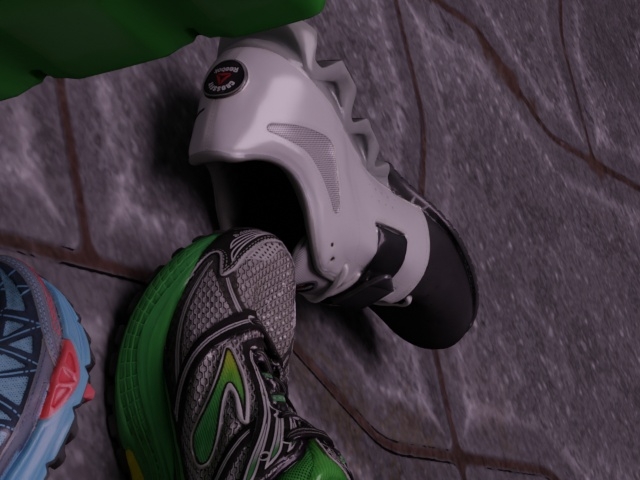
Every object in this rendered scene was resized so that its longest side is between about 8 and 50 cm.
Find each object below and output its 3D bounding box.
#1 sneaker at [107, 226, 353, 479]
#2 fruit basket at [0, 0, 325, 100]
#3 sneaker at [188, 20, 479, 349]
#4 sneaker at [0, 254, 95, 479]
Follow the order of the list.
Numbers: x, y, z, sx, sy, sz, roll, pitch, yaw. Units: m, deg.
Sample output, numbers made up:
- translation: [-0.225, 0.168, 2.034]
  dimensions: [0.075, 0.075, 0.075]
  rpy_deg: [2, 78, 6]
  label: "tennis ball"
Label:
- translation: [-0.038, 0.132, 1.054]
  dimensions: [0.134, 0.146, 0.344]
  rpy_deg: [46, 34, -41]
  label: "sneaker"
- translation: [-0.189, -0.195, 0.732]
  dimensions: [0.392, 0.392, 0.283]
  rpy_deg: [30, 46, -54]
  label: "fruit basket"
- translation: [0.000, 0.000, 1.289]
  dimensions: [0.330, 0.122, 0.146]
  rpy_deg: [51, 49, -36]
  label: "sneaker"
- translation: [-0.189, 0.088, 0.835]
  dimensions: [0.125, 0.104, 0.262]
  rpy_deg: [50, 32, -32]
  label: "sneaker"
